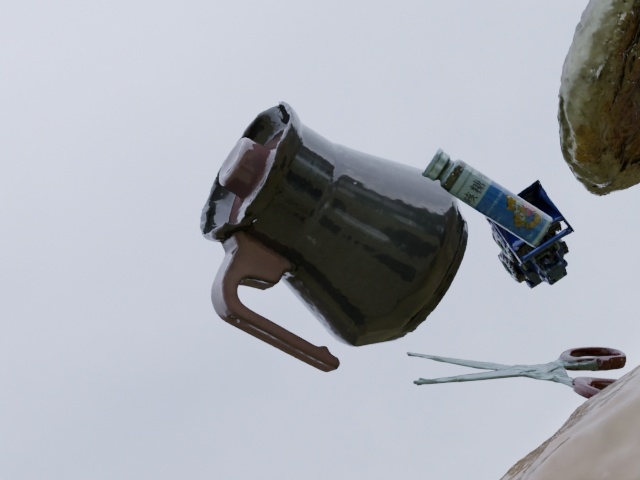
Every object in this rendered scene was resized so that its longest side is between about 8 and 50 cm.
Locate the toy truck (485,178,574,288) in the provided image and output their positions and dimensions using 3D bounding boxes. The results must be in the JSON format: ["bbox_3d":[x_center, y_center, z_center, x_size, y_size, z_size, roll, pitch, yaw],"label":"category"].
[{"bbox_3d":[0.370,0.002,2.054,0.113,0.126,0.208,-33,-40,-1],"label":"toy truck"}]

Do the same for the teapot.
[{"bbox_3d":[0.000,0.000,1.793,0.305,0.362,0.376,-32,31,57],"label":"teapot"}]

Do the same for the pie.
[{"bbox_3d":[0.314,-0.167,1.183,0.274,0.055,0.274,-32,-48,-43],"label":"pie"}]

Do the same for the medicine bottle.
[{"bbox_3d":[0.234,-0.061,1.668,0.051,0.191,0.051,-58,-1,-2],"label":"medicine bottle"}]

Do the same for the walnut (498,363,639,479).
[{"bbox_3d":[0.219,0.195,0.546,0.344,0.306,0.306,-43,-31,2],"label":"walnut"}]

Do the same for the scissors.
[{"bbox_3d":[0.218,0.140,1.262,0.248,0.144,0.017,3,-75,-3],"label":"scissors"}]
